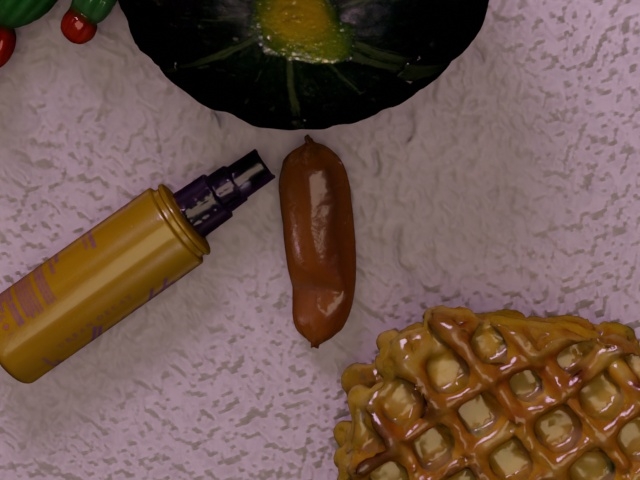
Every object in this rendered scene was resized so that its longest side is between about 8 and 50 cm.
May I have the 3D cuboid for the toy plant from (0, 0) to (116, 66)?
[{"bbox_3d":[-0.228,-0.235,1.144,0.154,0.088,0.240,1,100,5],"label":"toy plant"}]

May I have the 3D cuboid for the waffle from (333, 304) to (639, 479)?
[{"bbox_3d":[0.172,0.189,1.196,0.324,0.151,0.261,11,102,-4],"label":"waffle"}]

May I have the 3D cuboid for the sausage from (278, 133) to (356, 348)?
[{"bbox_3d":[0.000,0.000,1.206,0.062,0.054,0.183,0,103,31],"label":"sausage"}]

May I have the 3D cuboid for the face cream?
[{"bbox_3d":[-0.157,0.013,1.191,0.273,0.078,0.078,-35,98,4],"label":"face cream"}]

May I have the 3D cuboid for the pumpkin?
[{"bbox_3d":[-0.019,-0.242,1.091,0.296,0.296,0.296,0,99,-1],"label":"pumpkin"}]
